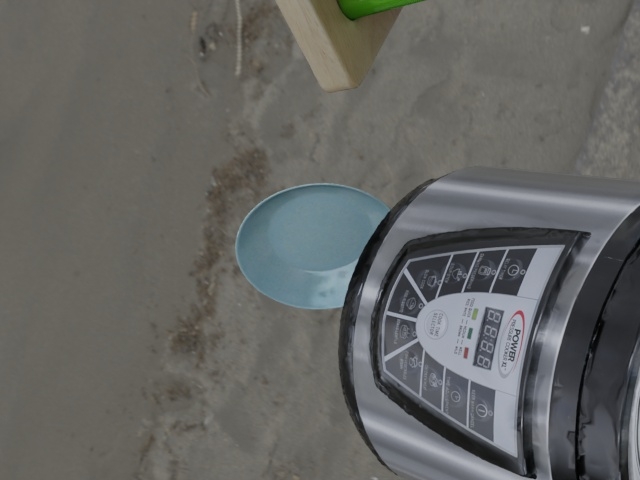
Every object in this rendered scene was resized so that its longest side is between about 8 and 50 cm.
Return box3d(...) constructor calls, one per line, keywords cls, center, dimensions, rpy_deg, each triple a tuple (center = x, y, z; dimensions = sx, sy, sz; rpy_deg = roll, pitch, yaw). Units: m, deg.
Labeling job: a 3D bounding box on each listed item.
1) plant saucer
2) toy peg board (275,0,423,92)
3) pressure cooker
box3d(cls="plant saucer", center=(0.000, 0.000, 1.123), dimensions=(0.195, 0.195, 0.037), rpy_deg=(-18, 39, 13))
box3d(cls="toy peg board", center=(0.028, -0.174, 0.388), dimensions=(0.079, 0.161, 0.160), rpy_deg=(-6, 40, 33))
box3d(cls="pressure cooker", center=(0.274, 0.112, 0.948), dimensions=(0.420, 0.370, 0.375), rpy_deg=(13, 46, 47))
